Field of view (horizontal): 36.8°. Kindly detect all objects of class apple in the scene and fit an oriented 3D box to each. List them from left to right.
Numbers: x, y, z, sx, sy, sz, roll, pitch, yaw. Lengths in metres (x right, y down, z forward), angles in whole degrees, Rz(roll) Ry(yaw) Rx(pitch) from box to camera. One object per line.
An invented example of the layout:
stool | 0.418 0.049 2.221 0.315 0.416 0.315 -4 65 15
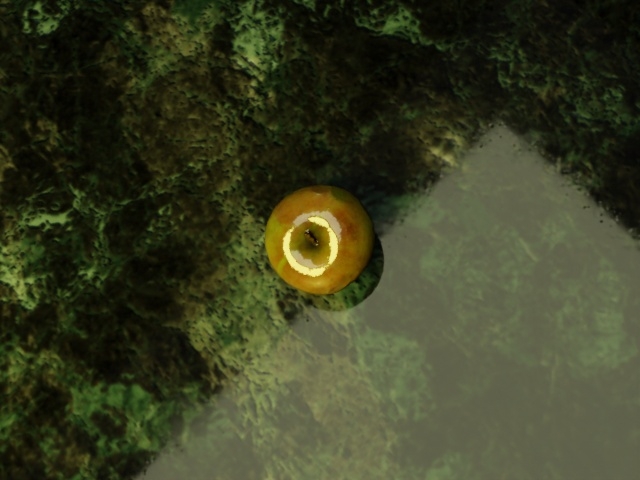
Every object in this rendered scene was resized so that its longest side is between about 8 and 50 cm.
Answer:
apple | 0.000 0.000 0.778 0.090 0.074 0.089 -2 78 9
